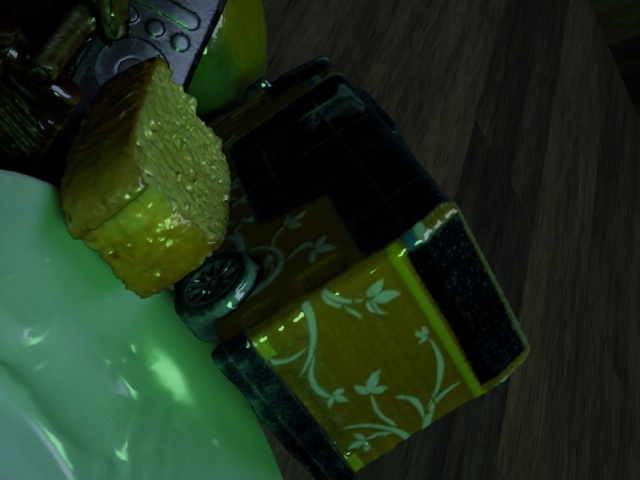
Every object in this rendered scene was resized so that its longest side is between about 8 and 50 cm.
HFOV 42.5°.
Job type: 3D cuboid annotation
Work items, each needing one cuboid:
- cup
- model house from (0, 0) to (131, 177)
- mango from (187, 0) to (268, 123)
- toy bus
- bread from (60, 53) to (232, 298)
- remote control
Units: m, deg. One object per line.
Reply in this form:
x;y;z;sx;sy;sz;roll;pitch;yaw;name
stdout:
-0.154;0.151;0.432;0.347;0.163;0.347;57;11;-17;cup
-0.224;-0.167;0.397;0.297;0.317;0.282;46;34;-15;model house
-0.103;-0.197;0.761;0.130;0.092;0.194;-48;126;-52;mango
0.000;0.000;0.628;0.162;0.194;0.323;56;4;-33;toy bus
-0.108;-0.049;0.533;0.103;0.065;0.187;53;15;-26;bread
-0.135;-0.167;0.657;0.090;0.066;0.266;29;71;-23;remote control
